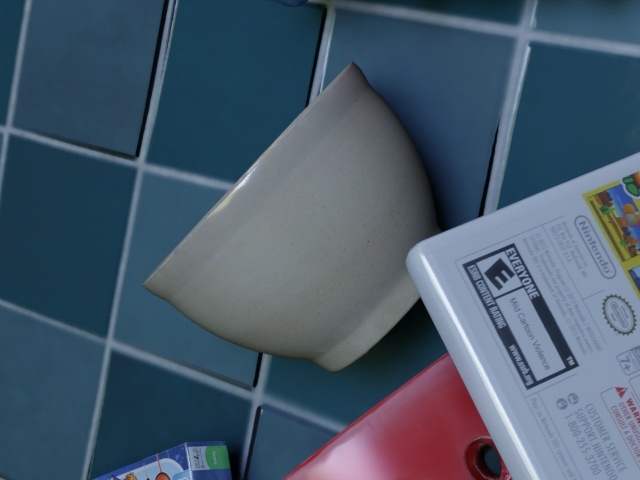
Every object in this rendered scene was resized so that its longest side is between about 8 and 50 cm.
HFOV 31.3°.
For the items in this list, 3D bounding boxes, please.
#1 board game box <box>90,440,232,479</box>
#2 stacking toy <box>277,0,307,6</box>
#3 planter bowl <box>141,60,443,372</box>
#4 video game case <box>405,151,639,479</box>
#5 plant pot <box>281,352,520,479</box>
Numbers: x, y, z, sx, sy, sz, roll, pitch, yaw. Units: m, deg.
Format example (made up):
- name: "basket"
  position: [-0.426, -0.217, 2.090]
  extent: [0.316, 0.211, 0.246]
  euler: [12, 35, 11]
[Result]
- name: "board game box"
  position: [-0.095, 0.237, 0.695]
  extent: [0.136, 0.035, 0.201]
  euler: [-28, 66, 39]
- name: "stacking toy"
  position: [0.107, -0.183, 0.542]
  extent: [0.301, 0.166, 0.175]
  euler: [16, 88, 19]
- name: "planter bowl"
  position: [0.000, 0.000, 0.607]
  extent: [0.109, 0.162, 0.162]
  euler: [43, 114, -5]
- name: "video game case"
  position: [0.175, 0.067, 0.485]
  extent: [0.227, 0.206, 0.026]
  euler: [64, 163, 14]
- name: "plant pot"
  position: [0.065, 0.164, 0.542]
  extent: [0.191, 0.191, 0.174]
  euler: [-42, 76, 25]
